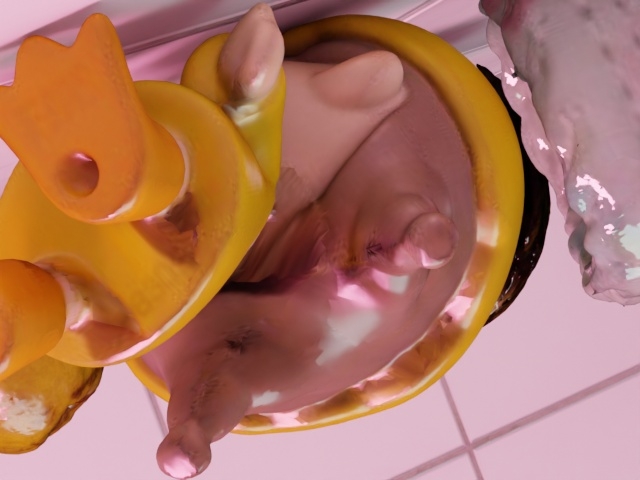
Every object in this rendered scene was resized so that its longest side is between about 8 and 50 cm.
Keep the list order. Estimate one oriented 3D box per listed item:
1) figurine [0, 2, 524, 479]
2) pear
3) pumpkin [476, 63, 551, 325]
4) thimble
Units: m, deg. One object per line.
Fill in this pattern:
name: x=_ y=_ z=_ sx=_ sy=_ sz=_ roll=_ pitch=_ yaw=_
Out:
figurine: x=-0.042 y=-0.004 z=0.783 sx=0.215 sy=0.187 sz=0.343 roll=-34 pitch=168 yaw=24
pear: x=-0.213 y=0.059 z=1.218 sx=0.149 sy=0.162 sz=0.149 roll=-32 pitch=179 yaw=0
pumpkin: x=0.000 y=0.000 z=1.249 sx=0.320 sy=0.192 sz=0.320 roll=-20 pitch=-179 yaw=0
thimble: x=0.175 y=-0.066 z=0.925 sx=0.149 sy=0.185 sz=0.211 roll=-22 pitch=147 yaw=2
